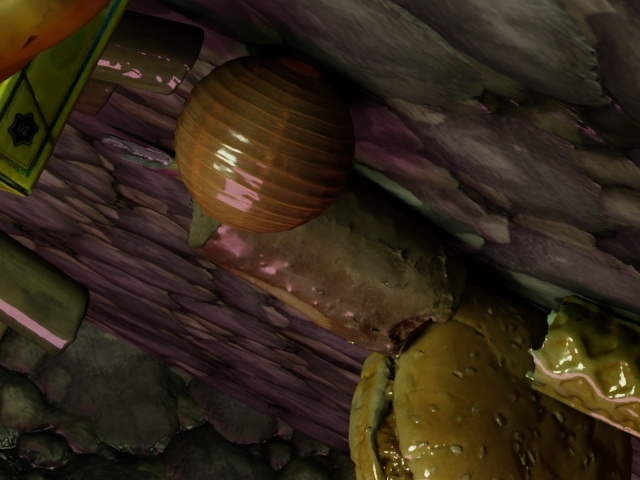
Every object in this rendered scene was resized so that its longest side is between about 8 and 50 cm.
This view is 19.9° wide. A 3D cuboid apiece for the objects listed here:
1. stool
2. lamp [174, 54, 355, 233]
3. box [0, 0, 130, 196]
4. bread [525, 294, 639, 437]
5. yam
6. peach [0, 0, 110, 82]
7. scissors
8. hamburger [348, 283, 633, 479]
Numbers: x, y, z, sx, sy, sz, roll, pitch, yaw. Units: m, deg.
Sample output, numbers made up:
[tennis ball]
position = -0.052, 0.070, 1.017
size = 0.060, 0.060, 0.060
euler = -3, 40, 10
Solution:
[stool]
position = -0.274, -0.078, 1.395
size = 0.226, 0.310, 0.310
euler = 27, 169, -20
[lamp]
position = -0.041, -0.072, 1.333
size = 0.136, 0.136, 0.136
euler = 25, 167, 6
[box]
position = -0.191, -0.146, 1.136
size = 0.141, 0.220, 0.064
euler = 15, 163, 41
[bread]
position = 0.308, 0.135, 1.549
size = 0.269, 0.087, 0.098
euler = 23, 163, 13
[yam]
position = 0.001, 0.000, 1.548
size = 0.238, 0.129, 0.128
euler = 30, 168, -26
[peach]
position = -0.214, -0.220, 0.821
size = 0.289, 0.289, 0.308
euler = 43, -163, -51
[scissors]
position = -0.126, -0.065, 1.775
size = 0.187, 0.020, 0.133
euler = 20, 170, 24
[hamburger]
position = 0.166, 0.182, 1.652
size = 0.145, 0.259, 0.283
euler = -26, 138, 37
